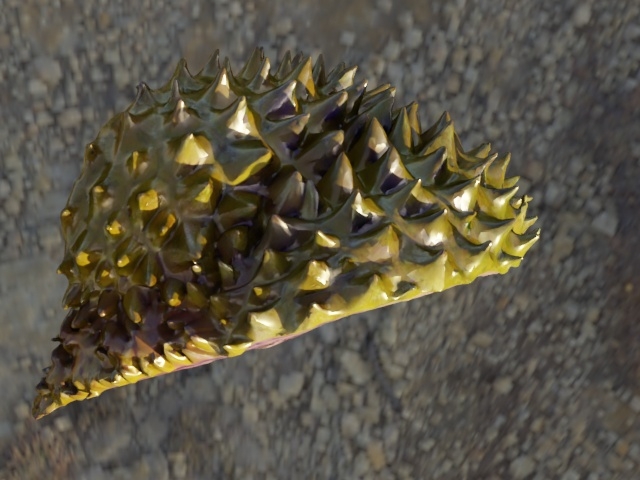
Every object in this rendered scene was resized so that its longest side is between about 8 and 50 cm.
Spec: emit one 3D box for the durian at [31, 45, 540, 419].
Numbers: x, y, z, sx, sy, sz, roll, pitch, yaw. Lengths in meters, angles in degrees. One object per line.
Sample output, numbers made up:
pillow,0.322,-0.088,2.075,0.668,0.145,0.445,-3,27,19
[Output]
durian,0.007,-0.011,0.855,0.187,0.153,0.260,13,24,22
